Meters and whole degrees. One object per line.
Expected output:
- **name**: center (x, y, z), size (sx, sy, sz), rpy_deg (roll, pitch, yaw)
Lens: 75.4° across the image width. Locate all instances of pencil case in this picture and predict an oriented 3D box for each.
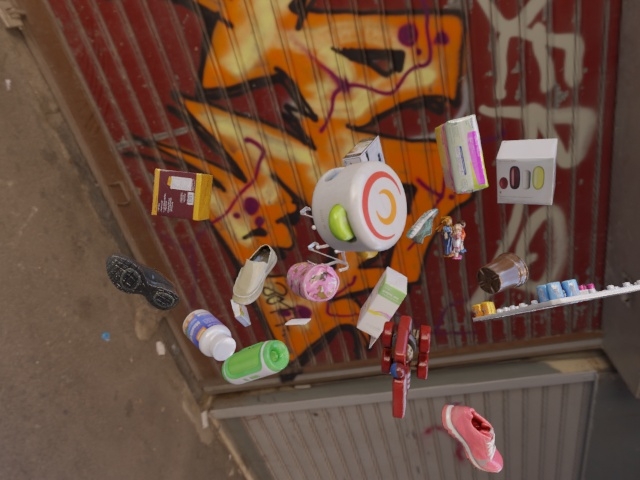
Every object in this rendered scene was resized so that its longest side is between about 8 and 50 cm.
- **pencil case**: center (-0.041, 0.178, 1.847), size (0.386, 0.160, 0.166), rpy_deg (180, -91, -75)

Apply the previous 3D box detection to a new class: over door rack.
- **over door rack**: center (0.000, 0.000, 2.034), size (0.324, 0.108, 0.239), rpy_deg (32, -39, 50)

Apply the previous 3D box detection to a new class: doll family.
- **doll family**: center (0.525, -0.021, 1.689), size (0.263, 0.119, 0.163), rpy_deg (-19, 107, -66)

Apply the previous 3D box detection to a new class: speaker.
- **speaker**: center (-0.262, 0.485, 1.640), size (0.131, 0.297, 0.131), rpy_deg (29, 47, -36)

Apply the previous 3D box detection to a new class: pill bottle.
- **pill bottle**: center (-0.506, 0.436, 1.899), size (0.153, 0.272, 0.152), rpy_deg (-18, 117, -37)

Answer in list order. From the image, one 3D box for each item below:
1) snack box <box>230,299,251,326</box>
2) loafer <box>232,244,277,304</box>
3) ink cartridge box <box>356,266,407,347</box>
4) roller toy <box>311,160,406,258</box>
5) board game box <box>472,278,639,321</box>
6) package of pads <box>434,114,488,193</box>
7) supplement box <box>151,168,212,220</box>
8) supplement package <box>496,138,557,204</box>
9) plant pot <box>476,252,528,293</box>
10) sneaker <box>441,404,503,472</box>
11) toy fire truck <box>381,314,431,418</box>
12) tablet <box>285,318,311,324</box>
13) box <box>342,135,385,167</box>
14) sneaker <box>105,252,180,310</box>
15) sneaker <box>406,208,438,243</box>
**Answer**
- **snack box**: center (-0.393, 0.355, 2.046), size (0.141, 0.037, 0.100), rpy_deg (69, -1, -58)
- **loafer**: center (-0.244, 0.115, 1.498), size (0.091, 0.102, 0.268), rpy_deg (84, 22, -43)
- **ink cartridge box**: center (0.285, 0.329, 2.028), size (0.353, 0.119, 0.207), rpy_deg (-62, 178, 21)
- **roller toy**: center (0.083, -0.070, 0.907), size (0.209, 0.146, 0.190), rpy_deg (24, 72, -42)
- **board game box**: center (0.656, 0.139, 1.082), size (0.390, 0.391, 0.050), rpy_deg (110, -30, -72)
- **package of pads**: center (0.451, -0.272, 1.339), size (0.296, 0.101, 0.228), rpy_deg (-52, 129, -74)
- **supplement box**: center (-0.570, -0.189, 1.714), size (0.129, 0.195, 0.191), rpy_deg (-45, 143, -82)
- **supplement package**: center (0.786, -0.260, 1.581), size (0.149, 0.194, 0.203), rpy_deg (-54, 137, -41)
- **plant pot**: center (0.796, 0.153, 1.840), size (0.167, 0.165, 0.166), rpy_deg (37, -45, 48)
- **sneaker**: center (0.575, 0.719, 1.488), size (0.313, 0.136, 0.116), rpy_deg (49, 45, -7)
- **toy fire truck**: center (0.295, 0.437, 1.468), size (0.254, 0.170, 0.301), rpy_deg (-57, 148, -59)
- **tablet**: center (-0.081, 0.292, 1.489), size (0.054, 0.084, 0.006), rpy_deg (-24, 106, -64)
- **box**: center (0.203, -0.345, 1.865), size (0.290, 0.087, 0.169), rpy_deg (-51, 130, -52)
- **sneaker**: center (-0.628, 0.136, 1.464), size (0.286, 0.109, 0.130), rpy_deg (48, 4, -34)
- **sneaker**: center (0.416, -0.054, 1.640), size (0.076, 0.166, 0.065), rpy_deg (44, -5, -9)
